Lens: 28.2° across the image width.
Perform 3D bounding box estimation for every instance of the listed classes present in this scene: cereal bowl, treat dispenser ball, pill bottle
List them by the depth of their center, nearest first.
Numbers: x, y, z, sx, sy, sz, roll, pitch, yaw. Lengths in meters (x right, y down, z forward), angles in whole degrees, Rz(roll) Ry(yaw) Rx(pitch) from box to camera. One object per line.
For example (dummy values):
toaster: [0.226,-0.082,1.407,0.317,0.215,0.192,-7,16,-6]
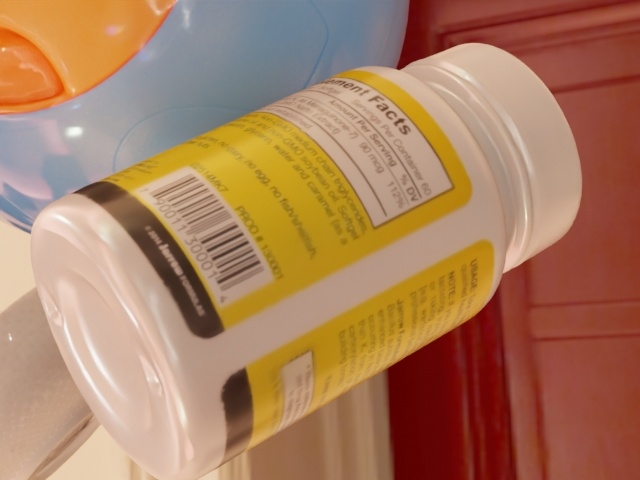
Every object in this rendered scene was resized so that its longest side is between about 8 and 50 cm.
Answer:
pill bottle: [0.000,0.000,0.522,0.208,0.119,0.119,-27,-69,-27]
treat dispenser ball: [-0.097,-0.135,0.672,0.288,0.288,0.288,16,-109,-59]
cereal bowl: [-0.347,0.196,1.510,0.141,0.339,0.339,43,-148,7]
